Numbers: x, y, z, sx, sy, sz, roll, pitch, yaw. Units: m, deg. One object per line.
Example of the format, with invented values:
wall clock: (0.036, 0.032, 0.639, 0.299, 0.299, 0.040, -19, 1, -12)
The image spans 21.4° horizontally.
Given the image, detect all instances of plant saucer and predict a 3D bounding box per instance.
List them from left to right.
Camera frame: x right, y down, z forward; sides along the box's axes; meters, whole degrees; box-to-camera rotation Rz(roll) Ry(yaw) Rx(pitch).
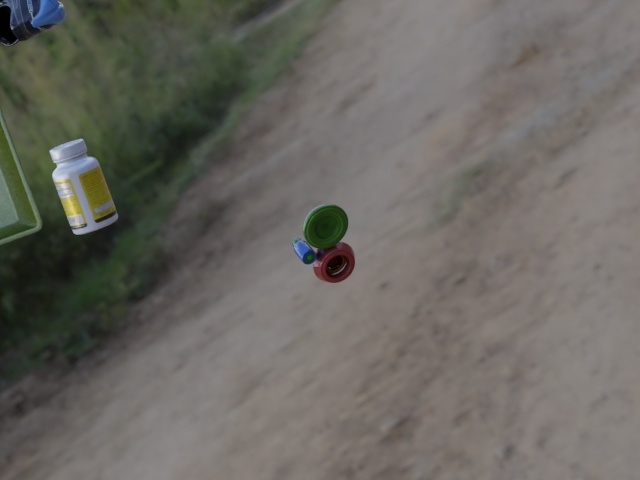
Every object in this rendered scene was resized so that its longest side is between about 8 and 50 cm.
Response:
plant saucer: (-0.435, -0.063, 1.946, 0.188, 0.188, 0.045, -20, -9, -7)

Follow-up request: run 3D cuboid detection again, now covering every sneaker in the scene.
sneaker: (-0.346, -0.257, 1.854, 0.078, 0.067, 0.188, -39, 32, -15)

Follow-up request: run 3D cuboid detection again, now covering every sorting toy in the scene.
sorting toy: (0.000, 0.000, 1.807, 0.061, 0.102, 0.042, -23, 34, -13)

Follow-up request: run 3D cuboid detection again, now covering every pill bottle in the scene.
pill bottle: (-0.315, -0.072, 2.235, 0.065, 0.116, 0.065, -18, 12, 4)
